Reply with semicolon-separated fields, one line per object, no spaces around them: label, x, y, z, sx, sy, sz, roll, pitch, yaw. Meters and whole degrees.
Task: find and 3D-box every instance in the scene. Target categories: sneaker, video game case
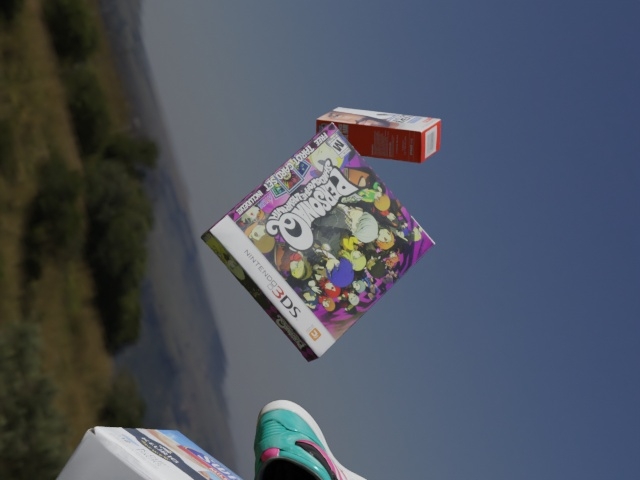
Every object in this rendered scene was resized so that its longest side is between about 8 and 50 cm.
sneaker;0.003;0.384;2.110;0.295;0.124;0.178;49;22;-14
video game case;0.000;0.000;1.835;0.210;0.232;0.042;50;-26;-5

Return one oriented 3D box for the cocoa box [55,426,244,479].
cocoa box;-0.186;0.382;1.401;0.231;0.347;0.228;34;2;17

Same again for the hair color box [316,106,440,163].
hair color box;0.087;-0.159;2.180;0.093;0.167;0.053;-37;131;-62
